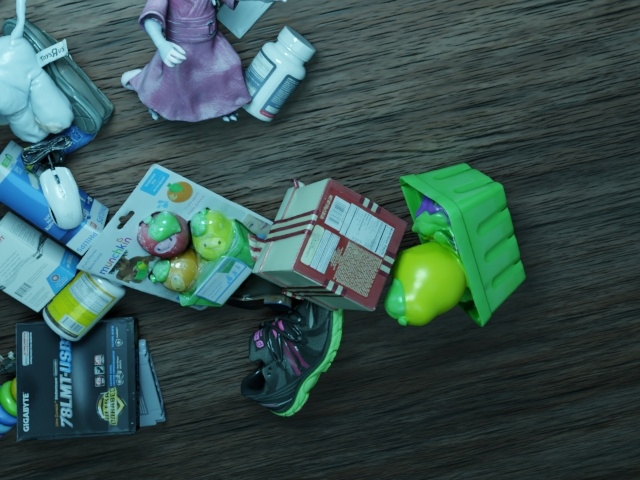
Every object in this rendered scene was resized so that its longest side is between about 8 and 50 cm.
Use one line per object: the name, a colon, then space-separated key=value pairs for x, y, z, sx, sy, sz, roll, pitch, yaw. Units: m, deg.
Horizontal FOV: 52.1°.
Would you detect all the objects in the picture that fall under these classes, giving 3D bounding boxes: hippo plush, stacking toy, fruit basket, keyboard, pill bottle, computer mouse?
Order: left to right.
hippo plush: x=-0.618 y=-0.255 z=1.237 sx=0.294 sy=0.236 sz=0.234 roll=-20 pitch=120 yaw=38
stacking toy: x=-0.809 y=0.415 z=1.751 sx=0.330 sy=0.141 sz=0.141 roll=-35 pitch=120 yaw=6
computer mouse: x=-0.544 y=-0.116 z=1.368 sx=0.106 sy=0.042 sz=0.193 roll=-23 pitch=107 yaw=-26
pill bottle: x=-0.558 y=0.133 z=1.590 sx=0.215 sy=0.117 sz=0.117 roll=-45 pitch=118 yaw=1
fruit basket: x=-0.319 y=0.020 z=1.512 sx=0.353 sy=0.165 sz=0.327 roll=24 pitch=117 yaw=-43
keyboard: x=-0.105 y=-0.525 z=1.321 sx=0.072 sy=0.014 sz=0.256 roll=41 pitch=109 yaw=-21
pill bottle: x=-0.094 y=-0.350 z=1.373 sx=0.108 sy=0.108 sz=0.180 roll=32 pitch=113 yaw=-24
fruit basket: x=0.279 y=0.046 z=1.559 sx=0.392 sy=0.283 sz=0.392 roll=-9 pitch=118 yaw=-18

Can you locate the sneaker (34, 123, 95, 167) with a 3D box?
sneaker: x=-0.549 y=-0.207 z=1.414 sx=0.152 sy=0.085 sz=0.058 roll=-25 pitch=121 yaw=8

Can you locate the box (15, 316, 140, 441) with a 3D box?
box: x=-0.615 y=0.348 z=1.667 sx=0.293 sy=0.073 sz=0.296 roll=-2 pitch=83 yaw=-7

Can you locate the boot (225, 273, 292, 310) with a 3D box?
boot: x=-0.165 y=0.119 z=1.684 sx=0.219 sy=0.106 sz=0.082 roll=3 pitch=155 yaw=20

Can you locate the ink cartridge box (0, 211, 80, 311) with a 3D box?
ink cartridge box: x=-0.704 y=0.051 z=1.553 sx=0.148 sy=0.086 sz=0.203 roll=-40 pitch=117 yaw=16

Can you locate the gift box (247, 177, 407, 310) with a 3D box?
gift box: x=0.000 y=0.000 z=1.482 sx=0.276 sy=0.258 sz=0.255 roll=33 pitch=73 yaw=-19

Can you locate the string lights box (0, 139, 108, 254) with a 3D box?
string lights box: x=-0.605 y=-0.093 z=1.448 sx=0.077 sy=0.133 sz=0.259 roll=-43 pitch=118 yaw=14

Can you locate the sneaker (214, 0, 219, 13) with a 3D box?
sneaker: x=-0.288 y=-0.531 z=1.239 sx=0.107 sy=0.110 sz=0.275 roll=-20 pitch=141 yaw=25

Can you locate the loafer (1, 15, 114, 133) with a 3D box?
loafer: x=-0.534 y=-0.346 z=1.348 sx=0.096 sy=0.084 sz=0.267 roll=-12 pitch=124 yaw=37

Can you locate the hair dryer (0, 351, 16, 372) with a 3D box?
hair dryer: x=-0.935 y=0.300 z=1.702 sx=0.293 sy=0.080 sz=0.224 roll=-32 pitch=105 yaw=6

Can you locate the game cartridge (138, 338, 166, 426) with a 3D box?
game cartridge: x=-0.552 y=0.402 z=1.811 sx=0.196 sy=0.060 sz=0.294 roll=-8 pitch=122 yaw=-7

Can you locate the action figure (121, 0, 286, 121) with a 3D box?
action figure: x=-0.235 y=-0.408 z=1.225 sx=0.248 sy=0.275 sz=0.370 roll=-25 pitch=139 yaw=-29

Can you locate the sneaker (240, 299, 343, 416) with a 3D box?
sneaker: x=-0.078 y=0.269 z=1.717 sx=0.202 sy=0.185 sz=0.483 roll=18 pitch=114 yaw=-15
